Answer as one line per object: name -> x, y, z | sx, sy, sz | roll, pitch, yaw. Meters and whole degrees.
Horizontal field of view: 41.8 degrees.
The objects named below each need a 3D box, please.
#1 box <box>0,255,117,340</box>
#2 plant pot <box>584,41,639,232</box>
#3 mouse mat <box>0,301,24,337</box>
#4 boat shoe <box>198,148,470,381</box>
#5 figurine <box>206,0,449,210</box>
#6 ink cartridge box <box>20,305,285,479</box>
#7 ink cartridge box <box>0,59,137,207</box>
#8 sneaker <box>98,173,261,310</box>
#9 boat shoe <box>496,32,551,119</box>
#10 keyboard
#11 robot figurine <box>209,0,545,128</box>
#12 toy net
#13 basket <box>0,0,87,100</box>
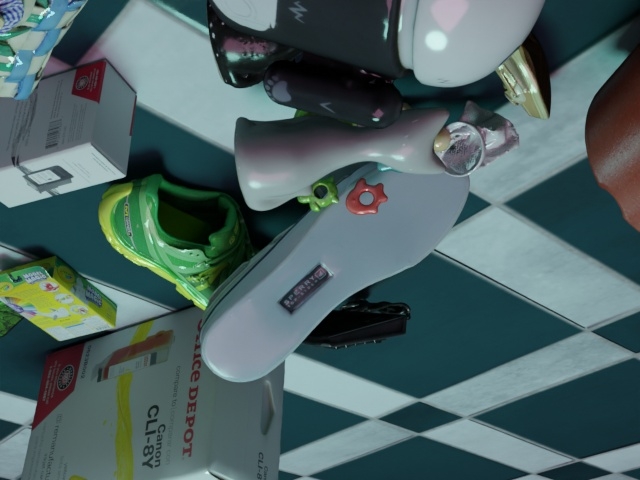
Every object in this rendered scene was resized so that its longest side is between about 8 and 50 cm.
box -> -0.387, 0.081, 1.208 | 0.105, 0.043, 0.179 | -14, 146, 16
plant pot -> 0.378, -0.127, 0.696 | 0.272, 0.272, 0.265 | 11, 154, -15
mouse mat -> -0.522, 0.095, 1.271 | 0.152, 0.007, 0.189 | 25, 139, -31
boat shoe -> 0.004, 0.007, 0.992 | 0.367, 0.156, 0.136 | -43, 115, 5
figurine -> 0.017, -0.139, 0.779 | 0.209, 0.092, 0.215 | -7, 124, 2
ink cartridge box -> -0.260, 0.280, 1.298 | 0.384, 0.279, 0.160 | -19, 141, 27
ink cartridge box -> -0.273, -0.107, 0.859 | 0.150, 0.109, 0.063 | -12, 148, 20
sneaker -> -0.131, 0.014, 1.039 | 0.123, 0.109, 0.295 | -23, 139, 38
boat shoe -> 0.181, -0.171, 0.801 | 0.048, 0.056, 0.153 | -9, 145, 32
keyboard -> 0.017, 0.112, 1.123 | 0.201, 0.033, 0.317 | -13, -176, -26
robot figurine -> 0.026, -0.213, 0.598 | 0.278, 0.174, 0.209 | 19, 146, 15
toy net -> 0.088, -0.090, 0.864 | 0.232, 0.122, 0.045 | -1, 172, 8
basket -> -0.314, -0.226, 0.595 | 0.289, 0.201, 0.254 | 13, 147, -34
